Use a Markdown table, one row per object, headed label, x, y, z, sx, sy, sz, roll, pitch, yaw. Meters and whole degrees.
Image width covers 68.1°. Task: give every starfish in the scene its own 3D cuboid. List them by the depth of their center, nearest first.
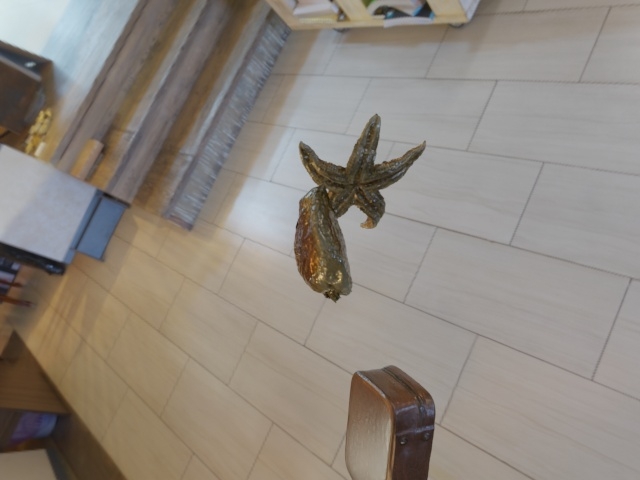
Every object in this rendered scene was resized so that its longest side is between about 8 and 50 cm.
| label | x | y | z | sx | sy | sz | roll | pitch | yaw |
| --- | --- | --- | --- | --- | --- | --- | --- | --- | --- |
| starfish | 0.058 | -0.109 | 0.833 | 0.277 | 0.235 | 0.062 | -30 | 38 | 15 |

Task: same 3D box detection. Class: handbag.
| label | x | y | z | sx | sy | sz | roll | pitch | yaw |
| --- | --- | --- | --- | --- | --- | --- | --- | --- | --- |
| handbag | 0.094 | 0.287 | 0.690 | 0.151 | 0.072 | 0.193 | -152 | 61 | -64 |

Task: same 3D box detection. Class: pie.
| label | x | y | z | sx | sy | sz | roll | pitch | yaw |
| --- | --- | --- | --- | --- | --- | --- | --- | --- | --- |
| pie | 0.000 | 0.000 | 0.721 | 0.079 | 0.163 | 0.193 | -7 | 24 | -8 |
